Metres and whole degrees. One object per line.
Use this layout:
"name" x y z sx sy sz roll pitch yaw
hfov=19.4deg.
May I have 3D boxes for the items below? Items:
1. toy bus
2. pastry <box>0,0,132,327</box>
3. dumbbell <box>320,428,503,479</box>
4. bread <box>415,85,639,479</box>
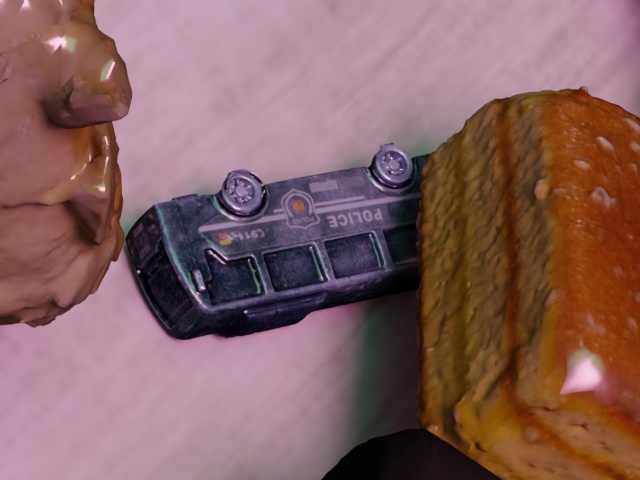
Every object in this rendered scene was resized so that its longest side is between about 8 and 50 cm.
"toy bus" 0.000 0.000 0.824 0.166 0.047 0.065 -11 74 -29
"pastry" -0.157 -0.105 0.663 0.136 0.329 0.329 -13 70 -11
"dumbbell" 0.103 0.232 0.660 0.322 0.204 0.203 34 57 -5
"bread" 0.154 0.057 0.777 0.234 0.110 0.184 31 40 -26
